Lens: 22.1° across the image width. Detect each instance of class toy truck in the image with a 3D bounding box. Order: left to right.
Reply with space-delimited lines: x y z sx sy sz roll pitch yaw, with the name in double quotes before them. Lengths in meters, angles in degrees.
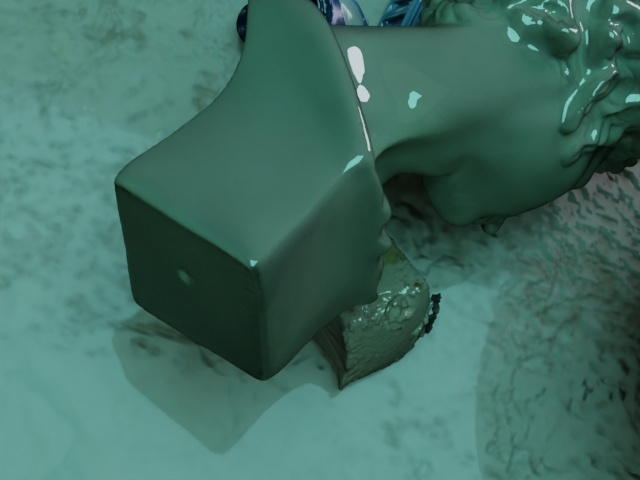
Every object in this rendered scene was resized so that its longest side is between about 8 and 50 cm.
"toy truck" 0.013 -0.093 0.766 0.090 0.056 0.073 -15 94 -27

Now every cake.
"cake" 0.000 0.000 0.738 0.052 0.065 0.121 -30 75 -16

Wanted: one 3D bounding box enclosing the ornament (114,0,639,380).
"ornament" 0.037 -0.054 0.679 0.285 0.130 0.120 -22 53 -37
